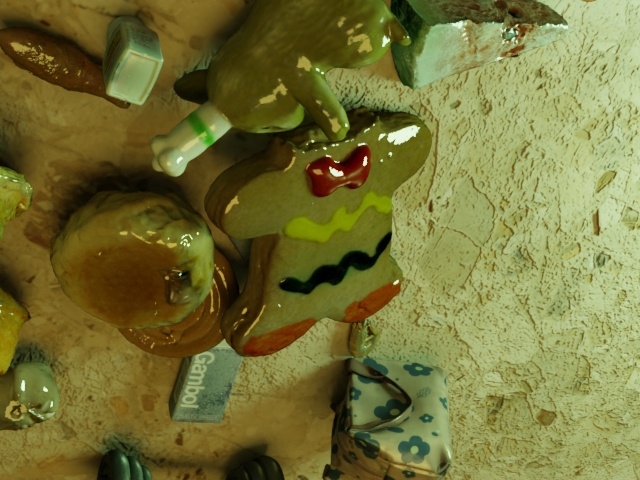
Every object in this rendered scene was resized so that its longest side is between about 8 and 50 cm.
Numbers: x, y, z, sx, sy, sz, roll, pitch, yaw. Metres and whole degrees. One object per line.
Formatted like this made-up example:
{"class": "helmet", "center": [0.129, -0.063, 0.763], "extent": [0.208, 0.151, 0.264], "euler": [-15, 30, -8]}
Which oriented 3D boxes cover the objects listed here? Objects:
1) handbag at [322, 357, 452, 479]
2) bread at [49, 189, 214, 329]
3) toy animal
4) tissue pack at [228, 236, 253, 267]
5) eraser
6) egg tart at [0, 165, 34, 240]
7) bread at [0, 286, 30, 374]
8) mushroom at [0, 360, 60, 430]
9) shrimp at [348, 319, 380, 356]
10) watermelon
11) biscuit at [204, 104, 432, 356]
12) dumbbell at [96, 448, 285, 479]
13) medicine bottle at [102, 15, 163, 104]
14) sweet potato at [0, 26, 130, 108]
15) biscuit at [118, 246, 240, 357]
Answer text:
{"class": "handbag", "center": [0.113, 0.329, 1.752], "extent": [0.193, 0.251, 0.190], "euler": [17, 123, -8]}
{"class": "bread", "center": [-0.259, 0.016, 1.440], "extent": [0.244, 0.134, 0.244], "euler": [0, 135, 0]}
{"class": "toy animal", "center": [-0.053, -0.212, 1.303], "extent": [0.180, 0.181, 0.363], "euler": [35, 111, -27]}
{"class": "tissue pack", "center": [-0.064, 0.009, 1.559], "extent": [0.112, 0.051, 0.156], "euler": [-27, 131, 3]}
{"class": "eraser", "center": [-0.190, 0.221, 1.697], "extent": [0.092, 0.046, 0.212], "euler": [6, 127, -20]}
{"class": "egg tart", "center": [-0.509, -0.010, 1.265], "extent": [0.319, 0.128, 0.319], "euler": [-15, 173, -2]}
{"class": "bread", "center": [-0.515, 0.115, 1.422], "extent": [0.229, 0.143, 0.139], "euler": [18, 164, -37]}
{"class": "mushroom", "center": [-0.598, 0.218, 1.526], "extent": [0.397, 0.126, 0.177], "euler": [21, 113, -26]}
{"class": "shrimp", "center": [0.078, 0.160, 1.745], "extent": [0.059, 0.023, 0.108], "euler": [-9, 131, -22]}
{"class": "watermelon", "center": [0.222, -0.278, 1.394], "extent": [0.241, 0.094, 0.154], "euler": [-12, 138, -10]}
{"class": "biscuit", "center": [0.000, 0.000, 1.475], "extent": [0.368, 0.076, 0.394], "euler": [-18, 135, -31]}
{"class": "dumbbell", "center": [-0.234, 0.467, 1.801], "extent": [0.406, 0.179, 0.179], "euler": [7, 126, -22]}
{"class": "medicine bottle", "center": [-0.237, -0.232, 1.262], "extent": [0.055, 0.118, 0.074], "euler": [15, 124, -26]}
{"class": "sweet potato", "center": [-0.327, -0.222, 1.289], "extent": [0.206, 0.060, 0.068], "euler": [26, 155, -34]}
{"class": "biscuit", "center": [-0.209, 0.113, 1.581], "extent": [0.224, 0.033, 0.144], "euler": [-41, 101, 21]}
